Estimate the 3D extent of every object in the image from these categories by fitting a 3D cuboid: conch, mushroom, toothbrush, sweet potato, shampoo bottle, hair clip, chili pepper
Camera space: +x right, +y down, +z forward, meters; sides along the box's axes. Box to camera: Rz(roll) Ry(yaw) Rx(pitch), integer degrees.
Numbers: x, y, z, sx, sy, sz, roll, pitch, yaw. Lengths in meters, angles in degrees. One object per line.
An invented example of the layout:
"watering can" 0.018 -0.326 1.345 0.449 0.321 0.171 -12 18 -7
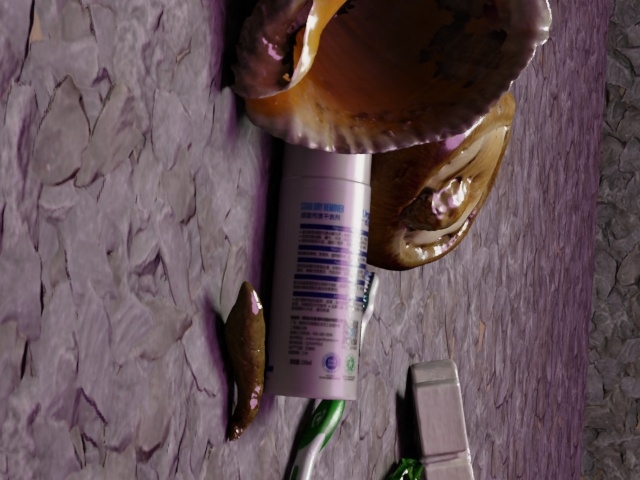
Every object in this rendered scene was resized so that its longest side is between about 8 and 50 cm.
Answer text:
"conch" 0.057 -0.240 1.246 0.297 0.352 0.210 42 4 -14
"mushroom" 0.109 -0.084 1.418 0.253 0.153 0.253 -45 159 -22
"toothbrush" 0.002 0.198 1.377 0.040 0.042 0.418 32 53 -22
"sweet potato" -0.067 0.104 1.185 0.041 0.038 0.153 -20 121 -46
"shampoo bottle" 0.000 0.000 1.283 0.092 0.092 0.303 19 73 -70
"hair clip" 0.164 0.325 1.776 0.101 0.085 0.330 -90 172 -71
"chili pepper" 0.095 0.330 1.645 0.182 0.050 0.073 -71 147 -46
